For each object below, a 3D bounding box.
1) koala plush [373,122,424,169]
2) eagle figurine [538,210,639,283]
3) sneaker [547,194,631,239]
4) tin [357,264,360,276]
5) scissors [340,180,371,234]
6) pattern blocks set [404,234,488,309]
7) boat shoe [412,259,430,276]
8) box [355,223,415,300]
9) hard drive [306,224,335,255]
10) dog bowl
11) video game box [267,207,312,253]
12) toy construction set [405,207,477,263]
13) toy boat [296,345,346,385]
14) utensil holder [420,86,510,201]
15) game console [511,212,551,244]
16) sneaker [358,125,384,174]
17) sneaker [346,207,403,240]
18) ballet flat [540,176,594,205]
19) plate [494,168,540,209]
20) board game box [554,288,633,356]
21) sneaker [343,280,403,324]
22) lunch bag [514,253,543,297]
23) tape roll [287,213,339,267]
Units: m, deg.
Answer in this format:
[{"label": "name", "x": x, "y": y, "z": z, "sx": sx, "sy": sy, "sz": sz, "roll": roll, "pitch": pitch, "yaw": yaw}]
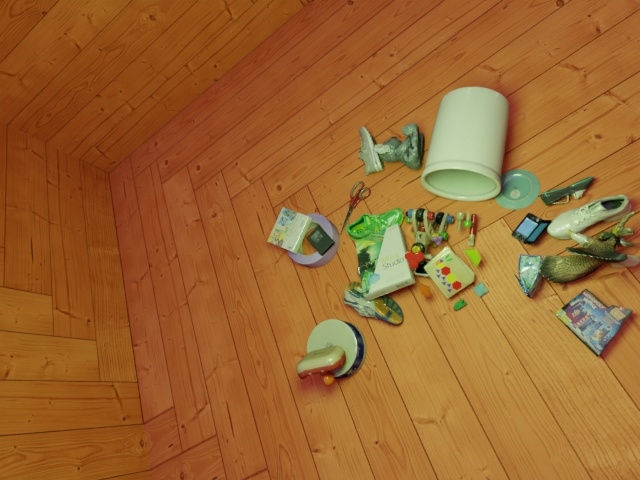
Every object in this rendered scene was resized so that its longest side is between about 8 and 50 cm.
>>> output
[{"label": "koala plush", "x": 0.381, "y": -0.439, "z": 2.056, "sx": 0.221, "sy": 0.196, "sz": 0.204, "roll": -1, "pitch": 82, "yaw": 26}, {"label": "eagle figurine", "x": 0.969, "y": 0.047, "z": 1.509, "sx": 0.298, "sy": 0.227, "sz": 0.225, "roll": -35, "pitch": 30, "yaw": -21}, {"label": "sneaker", "x": 1.016, "y": -0.102, "z": 1.603, "sx": 0.297, "sy": 0.129, "sz": 0.111, "roll": -28, "pitch": 63, "yaw": 20}, {"label": "tin", "x": 0.257, "y": 0.111, "z": 2.021, "sx": 0.190, "sy": 0.040, "sz": 0.106, "roll": -46, "pitch": 53, "yaw": 9}, {"label": "scissors", "x": 0.155, "y": -0.171, "z": 2.191, "sx": 0.109, "sy": 0.021, "sz": 0.297, "roll": 36, "pitch": 94, "yaw": 31}, {"label": "pattern blocks set", "x": 0.532, "y": 0.132, "z": 1.753, "sx": 0.285, "sy": 0.026, "sz": 0.325, "roll": -29, "pitch": 97, "yaw": 13}, {"label": "boat shoe", "x": 0.432, "y": 0.109, "z": 1.890, "sx": 0.257, "sy": 0.084, "sz": 0.095, "roll": 9, "pitch": 78, "yaw": 32}, {"label": "box", "x": 0.286, "y": 0.093, "z": 1.918, "sx": 0.232, "sy": 0.058, "sz": 0.322, "roll": -24, "pitch": 44, "yaw": 21}, {"label": "hard drive", "x": 0.000, "y": 0.000, "z": 2.108, "sx": 0.094, "sy": 0.022, "sz": 0.135, "roll": -47, "pitch": 57, "yaw": 8}, {"label": "dog bowl", "x": 0.072, "y": 0.502, "z": 1.948, "sx": 0.264, "sy": 0.104, "sz": 0.265, "roll": -10, "pitch": 69, "yaw": 27}, {"label": "video game box", "x": -0.163, "y": -0.054, "z": 2.206, "sx": 0.187, "sy": 0.048, "sz": 0.205, "roll": 22, "pitch": 84, "yaw": 32}, {"label": "toy construction set", "x": 0.512, "y": -0.012, "z": 1.837, "sx": 0.308, "sy": 0.257, "sz": 0.238, "roll": 6, "pitch": 92, "yaw": 15}, {"label": "toy boat", "x": 0.011, "y": 0.562, "z": 1.833, "sx": 0.230, "sy": 0.151, "sz": 0.151, "roll": -19, "pitch": 93, "yaw": 23}, {"label": "utensil holder", "x": 0.633, "y": -0.408, "z": 1.821, "sx": 0.327, "sy": 0.327, "sz": 0.386, "roll": 6, "pitch": 73, "yaw": 31}, {"label": "game console", "x": 0.855, "y": -0.050, "z": 1.711, "sx": 0.107, "sy": 0.071, "sz": 0.122, "roll": 41, "pitch": 95, "yaw": 33}, {"label": "sneaker", "x": 0.237, "y": -0.472, "z": 2.194, "sx": 0.115, "sy": 0.105, "sz": 0.282, "roll": -24, "pitch": 63, "yaw": 21}, {"label": "sneaker", "x": 0.261, "y": -0.076, "z": 2.030, "sx": 0.295, "sy": 0.123, "sz": 0.110, "roll": -23, "pitch": 63, "yaw": 21}, {"label": "ballet flat", "x": 0.995, "y": -0.191, "z": 1.689, "sx": 0.203, "sy": 0.074, "sz": 0.074, "roll": -20, "pitch": 64, "yaw": 16}, {"label": "plate", "x": 0.840, "y": -0.224, "z": 1.810, "sx": 0.188, "sy": 0.024, "sz": 0.188, "roll": -10, "pitch": 68, "yaw": 26}, {"label": "board game box", "x": 1.000, "y": 0.280, "z": 1.519, "sx": 0.194, "sy": 0.060, "sz": 0.194, "roll": -42, "pitch": 57, "yaw": 9}, {"label": "sneaker", "x": 0.240, "y": 0.304, "z": 1.934, "sx": 0.296, "sy": 0.131, "sz": 0.112, "roll": 33, "pitch": 46, "yaw": 18}, {"label": "lunch bag", "x": 0.813, "y": 0.142, "z": 1.633, "sx": 0.096, "sy": 0.128, "sz": 0.152, "roll": 1, "pitch": 75, "yaw": 35}, {"label": "tape roll", "x": -0.041, "y": 0.001, "z": 2.198, "sx": 0.274, "sy": 0.090, "sz": 0.275, "roll": -10, "pitch": 67, "yaw": 26}]
